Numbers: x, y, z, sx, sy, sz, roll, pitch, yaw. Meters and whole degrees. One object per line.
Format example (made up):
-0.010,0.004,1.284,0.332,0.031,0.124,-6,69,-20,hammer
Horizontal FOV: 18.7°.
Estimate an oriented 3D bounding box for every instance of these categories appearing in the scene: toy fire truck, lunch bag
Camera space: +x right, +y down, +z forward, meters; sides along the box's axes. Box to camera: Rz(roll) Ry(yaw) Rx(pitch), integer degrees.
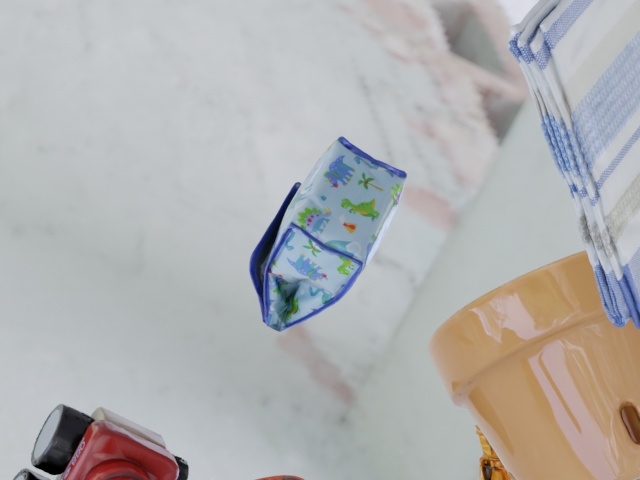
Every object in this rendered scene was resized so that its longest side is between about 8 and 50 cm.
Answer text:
-0.165,0.269,1.478,0.158,0.217,0.246,28,-175,-17,toy fire truck
0.000,0.000,1.780,0.096,0.151,0.129,30,-128,0,lunch bag

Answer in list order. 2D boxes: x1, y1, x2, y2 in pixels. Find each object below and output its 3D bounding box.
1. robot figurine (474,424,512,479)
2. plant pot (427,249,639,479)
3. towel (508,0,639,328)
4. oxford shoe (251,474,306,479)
0.291,0.350,2.418,0.211,0.291,0.085,-5,-163,35,robot figurine
0.270,0.144,1.848,0.291,0.291,0.203,3,-118,-52,plant pot
0.248,-0.096,1.589,0.034,0.285,0.209,-2,-147,39,towel
-0.115,0.351,2.076,0.097,0.271,0.098,42,162,50,oxford shoe
